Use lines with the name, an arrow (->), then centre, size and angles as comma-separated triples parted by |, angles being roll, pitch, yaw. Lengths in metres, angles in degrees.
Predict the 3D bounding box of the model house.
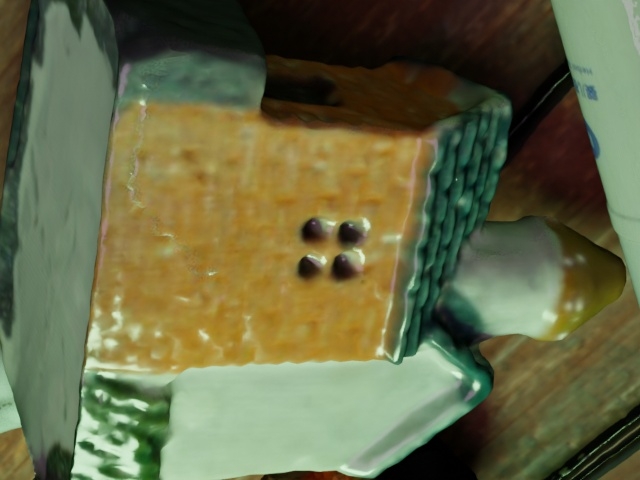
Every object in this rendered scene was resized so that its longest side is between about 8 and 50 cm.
model house -> 0.000, 0.000, 0.804 | 0.301, 0.190, 0.271 | 3, 115, -17

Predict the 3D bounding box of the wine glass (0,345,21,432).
wine glass -> -0.209, 0.094, 0.941 | 0.155, 0.072, 0.072 | -28, 108, 25

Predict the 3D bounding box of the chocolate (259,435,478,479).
chocolate -> 0.017, 0.159, 0.893 | 0.133, 0.124, 0.127 | 4, 130, 46

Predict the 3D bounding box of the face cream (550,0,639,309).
face cream -> 0.178, -0.021, 0.774 | 0.077, 0.077, 0.250 | -13, 113, 20
